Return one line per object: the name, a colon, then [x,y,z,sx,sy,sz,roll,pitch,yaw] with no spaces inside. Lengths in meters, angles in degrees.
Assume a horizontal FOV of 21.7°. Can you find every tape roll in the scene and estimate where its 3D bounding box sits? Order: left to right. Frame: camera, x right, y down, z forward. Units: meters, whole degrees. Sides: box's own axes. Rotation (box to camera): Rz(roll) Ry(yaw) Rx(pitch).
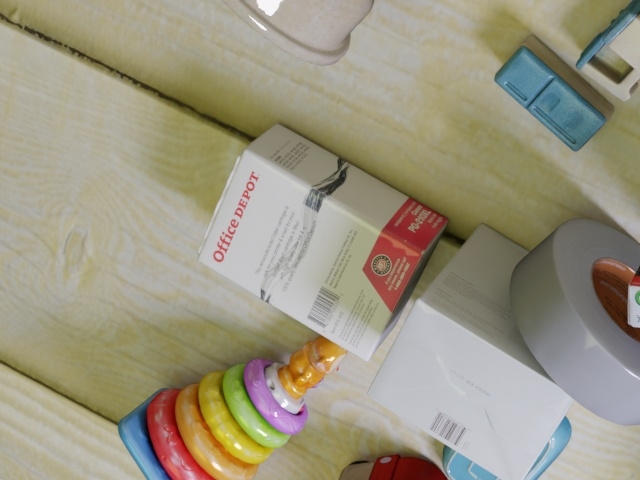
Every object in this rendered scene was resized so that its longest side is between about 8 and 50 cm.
tape roll: [0.303,0.084,1.754,0.219,0.219,0.072,46,124,-1]

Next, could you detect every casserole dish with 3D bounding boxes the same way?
casserole dish: [0.216,0.248,1.985,0.114,0.037,0.188,38,123,4]

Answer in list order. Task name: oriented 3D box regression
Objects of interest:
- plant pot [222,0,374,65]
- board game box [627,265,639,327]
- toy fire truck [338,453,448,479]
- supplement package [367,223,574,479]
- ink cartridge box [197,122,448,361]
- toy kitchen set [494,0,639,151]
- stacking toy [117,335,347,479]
plant pot: [0.026,-0.394,1.624,0.305,0.334,0.334,-36,95,22]
board game box: [0.479,0.040,1.666,0.305,0.193,0.053,6,116,22]
toy fire truck: [0.146,0.377,2.025,0.246,0.158,0.217,-10,109,16]
supplement package: [0.194,0.123,1.834,0.194,0.203,0.149,32,124,9]
ink cartridge box: [0.000,0.000,1.927,0.237,0.100,0.172,30,123,8]
toy kitchen set: [0.265,-0.179,1.676,0.122,0.166,0.207,42,124,2]
stacking toy: [-0.081,0.204,2.054,0.302,0.175,0.166,-35,91,20]
